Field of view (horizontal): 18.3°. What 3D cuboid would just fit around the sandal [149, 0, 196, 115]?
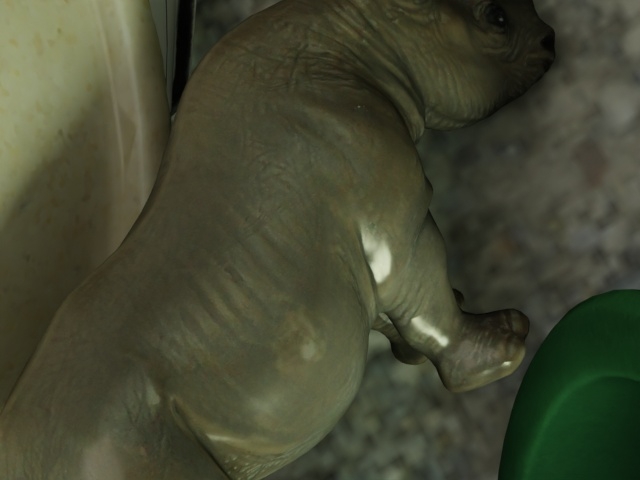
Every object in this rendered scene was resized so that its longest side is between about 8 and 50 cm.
[{"bbox_3d":[-0.078,-0.102,0.587,0.102,0.076,0.265,1,99,34],"label":"sandal"}]

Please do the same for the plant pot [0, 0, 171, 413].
[{"bbox_3d":[-0.261,-0.011,0.492,0.334,0.305,0.334,6,101,33],"label":"plant pot"}]

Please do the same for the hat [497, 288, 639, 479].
[{"bbox_3d":[0.162,0.078,0.487,0.183,0.208,0.173,-10,50,-20],"label":"hat"}]

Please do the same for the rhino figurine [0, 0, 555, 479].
[{"bbox_3d":[0.000,0.000,0.510,0.073,0.106,0.243,-12,44,57],"label":"rhino figurine"}]
